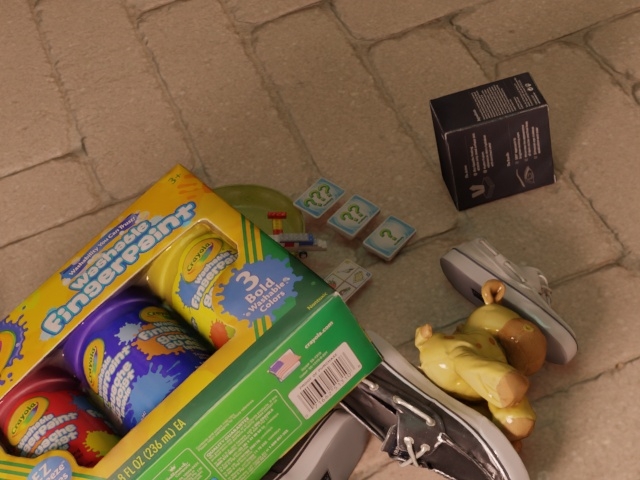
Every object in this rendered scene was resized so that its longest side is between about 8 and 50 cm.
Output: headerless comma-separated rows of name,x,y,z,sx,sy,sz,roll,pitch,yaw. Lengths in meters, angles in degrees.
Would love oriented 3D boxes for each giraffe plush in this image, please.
giraffe plush,0.213,0.153,1.777,0.210,0.181,0.170,37,50,20

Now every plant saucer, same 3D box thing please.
plant saucer,-0.138,0.009,2.096,0.241,0.037,0.241,-7,44,7

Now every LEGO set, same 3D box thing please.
LEGO set,0.000,0.000,2.020,0.182,0.060,0.244,31,53,22

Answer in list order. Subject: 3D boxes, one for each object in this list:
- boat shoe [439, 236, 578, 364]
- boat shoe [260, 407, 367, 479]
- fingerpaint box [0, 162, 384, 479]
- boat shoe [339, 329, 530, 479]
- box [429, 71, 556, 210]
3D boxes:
boat shoe,0.269,0.070,1.890,0.084,0.095,0.258,-35,49,-15
boat shoe,-0.062,0.311,1.720,0.105,0.113,0.306,11,46,33
fingerpaint box,-0.213,0.165,1.720,0.445,0.163,0.371,-42,45,-9
boat shoe,0.117,0.233,1.709,0.301,0.108,0.102,41,52,18
box,0.256,-0.146,2.066,0.158,0.156,0.093,-16,43,-2
